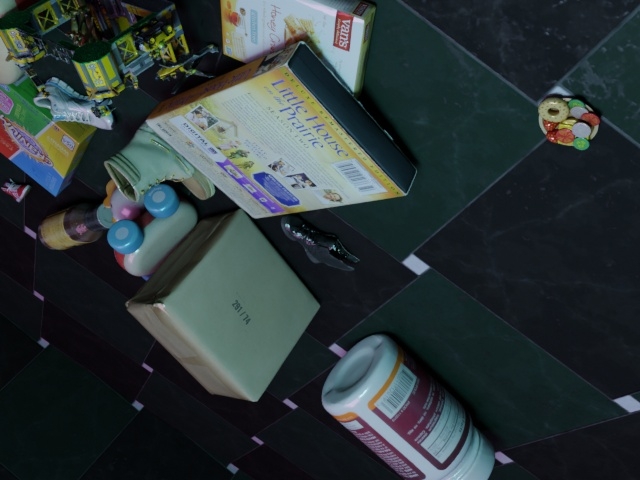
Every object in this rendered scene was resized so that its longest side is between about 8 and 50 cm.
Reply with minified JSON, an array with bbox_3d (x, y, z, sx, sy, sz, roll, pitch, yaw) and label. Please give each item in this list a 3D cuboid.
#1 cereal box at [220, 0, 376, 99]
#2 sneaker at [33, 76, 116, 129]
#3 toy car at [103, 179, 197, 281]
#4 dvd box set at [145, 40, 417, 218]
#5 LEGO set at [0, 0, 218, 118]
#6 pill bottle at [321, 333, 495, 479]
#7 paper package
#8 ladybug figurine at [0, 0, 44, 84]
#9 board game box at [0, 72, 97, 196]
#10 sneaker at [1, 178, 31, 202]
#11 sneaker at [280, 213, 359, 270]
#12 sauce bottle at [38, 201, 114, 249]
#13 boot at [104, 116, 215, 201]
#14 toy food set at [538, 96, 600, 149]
[{"bbox_3d":[-0.040,-0.319,1.063,0.240,0.047,0.173,25,147,13],"label":"cereal box"},{"bbox_3d":[-0.535,-0.278,1.505,0.191,0.083,0.071,26,144,10],"label":"sneaker"},{"bbox_3d":[-0.427,-0.054,1.607,0.238,0.210,0.219,37,166,24],"label":"toy car"},{"bbox_3d":[-0.082,-0.167,1.217,0.420,0.062,0.308,-7,140,49],"label":"dvd box set"},{"bbox_3d":[-0.361,-0.301,1.184,0.331,0.255,0.192,19,144,27],"label":"LEGO set"},{"bbox_3d":[0.211,0.422,1.624,0.392,0.224,0.224,44,145,-14],"label":"pill bottle"},{"bbox_3d":[-0.206,0.144,1.549,0.168,0.309,0.324,-7,129,48],"label":"paper package"},{"bbox_3d":[-0.628,-0.496,1.220,0.305,0.162,0.449,24,144,31],"label":"ladybug figurine"},{"bbox_3d":[-0.684,-0.261,1.668,0.242,0.064,0.316,41,146,-10],"label":"board game box"},{"bbox_3d":[-0.871,-0.150,1.986,0.067,0.042,0.118,43,148,-19],"label":"sneaker"},{"bbox_3d":[-0.001,0.002,1.436,0.089,0.051,0.170,-6,134,44],"label":"sneaker"},{"bbox_3d":[-0.647,-0.042,1.869,0.344,0.111,0.111,-9,128,48],"label":"sauce bottle"},{"bbox_3d":[-0.330,-0.130,1.440,0.077,0.165,0.213,-9,127,46],"label":"boot"},{"bbox_3d":[0.343,-0.163,0.960,0.083,0.020,0.083,14,141,27],"label":"toy food set"}]
